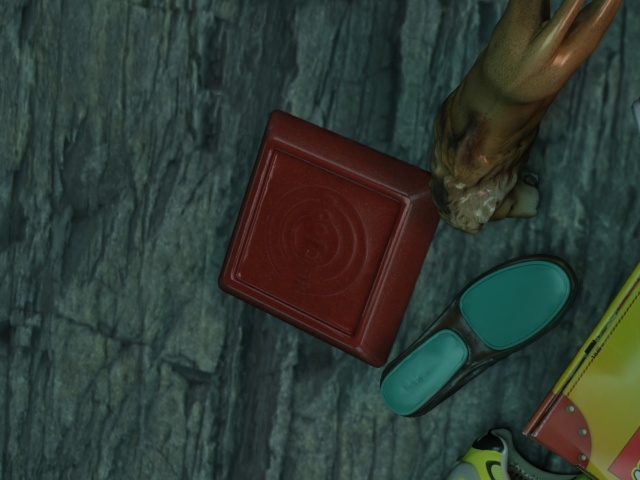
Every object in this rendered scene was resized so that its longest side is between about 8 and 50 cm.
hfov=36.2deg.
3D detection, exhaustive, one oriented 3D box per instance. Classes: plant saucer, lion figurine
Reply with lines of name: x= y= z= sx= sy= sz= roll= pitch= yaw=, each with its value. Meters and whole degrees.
plant saucer: x=0.000 y=0.000 z=1.224 sx=0.259 sy=0.047 sz=0.259 roll=25 pitch=107 yaw=19
lion figurine: x=0.197 y=-0.163 z=0.968 sx=0.142 sy=0.392 sz=0.240 roll=29 pitch=75 yaw=14

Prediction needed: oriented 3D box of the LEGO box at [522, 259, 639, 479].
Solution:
LEGO box: x=0.493 y=0.080 z=0.924 sx=0.372 sy=0.193 sz=0.500 roll=36 pitch=111 yaw=17

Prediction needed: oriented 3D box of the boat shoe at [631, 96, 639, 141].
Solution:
boat shoe: x=0.347 y=0.007 z=0.817 sx=0.094 sy=0.109 sz=0.302 roll=-19 pitch=86 yaw=25

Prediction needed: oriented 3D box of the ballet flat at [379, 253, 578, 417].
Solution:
ballet flat: x=0.181 y=0.102 z=1.126 sx=0.280 sy=0.096 sz=0.095 roll=-39 pitch=77 yaw=26

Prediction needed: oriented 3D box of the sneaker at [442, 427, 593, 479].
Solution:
sneaker: x=0.306 y=0.351 z=1.080 sx=0.384 sy=0.145 sz=0.147 roll=26 pitch=108 yaw=18
